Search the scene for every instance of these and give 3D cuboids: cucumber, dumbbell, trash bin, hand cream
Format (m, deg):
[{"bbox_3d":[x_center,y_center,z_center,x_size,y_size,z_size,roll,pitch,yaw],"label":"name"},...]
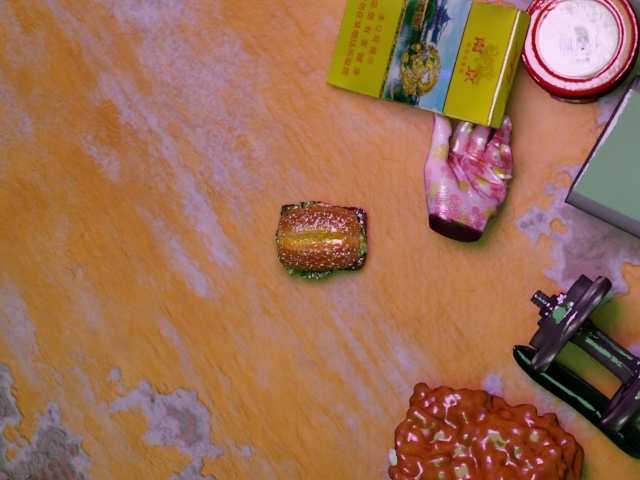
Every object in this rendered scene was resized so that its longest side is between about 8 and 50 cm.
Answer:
[{"bbox_3d":[0.434,0.263,1.792,0.284,0.056,0.056,40,103,7],"label":"cucumber"},{"bbox_3d":[0.451,0.178,1.704,0.290,0.192,0.192,39,103,12],"label":"dumbbell"},{"bbox_3d":[0.581,-0.077,1.669,0.343,0.158,0.223,31,102,11],"label":"trash bin"},{"bbox_3d":[0.412,-0.317,1.718,0.193,0.125,0.193,1,92,17],"label":"hand cream"}]

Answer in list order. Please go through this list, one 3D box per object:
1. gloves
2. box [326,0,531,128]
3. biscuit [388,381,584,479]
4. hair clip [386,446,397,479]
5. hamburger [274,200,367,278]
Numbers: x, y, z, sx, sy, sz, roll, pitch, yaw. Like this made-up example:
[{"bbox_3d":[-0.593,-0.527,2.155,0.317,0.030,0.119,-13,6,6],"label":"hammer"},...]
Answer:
[{"bbox_3d":[0.248,-0.128,1.787,0.145,0.126,0.241,12,69,20],"label":"gloves"},{"bbox_3d":[0.169,-0.309,1.765,0.335,0.047,0.187,20,99,36],"label":"box"},{"bbox_3d":[0.263,0.391,1.740,0.318,0.111,0.312,11,54,11],"label":"biscuit"},{"bbox_3d":[0.265,0.438,1.832,0.330,0.085,0.101,16,90,15],"label":"hair clip"},{"bbox_3d":[0.000,0.000,1.875,0.165,0.087,0.137,2,95,16],"label":"hamburger"}]
